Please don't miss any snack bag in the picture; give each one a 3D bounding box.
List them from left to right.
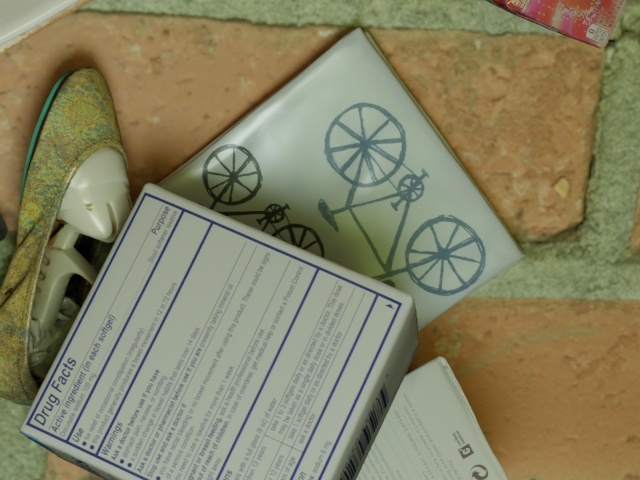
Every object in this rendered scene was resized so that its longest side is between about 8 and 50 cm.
[{"bbox_3d":[0.000,0.000,1.699,0.342,0.037,0.323,-38,110,2],"label":"snack bag"}]

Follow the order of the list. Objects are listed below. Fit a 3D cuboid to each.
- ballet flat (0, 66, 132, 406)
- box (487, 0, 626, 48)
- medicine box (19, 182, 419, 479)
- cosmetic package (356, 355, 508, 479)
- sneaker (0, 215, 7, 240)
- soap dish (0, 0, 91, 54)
[{"bbox_3d":[-0.246,0.006,1.591,0.123,0.123,0.349,16,103,-17],"label":"ballet flat"},{"bbox_3d":[0.267,-0.338,1.620,0.122,0.128,0.257,21,100,-18],"label":"box"},{"bbox_3d":[-0.089,0.131,1.524,0.289,0.149,0.264,23,76,12],"label":"medicine box"},{"bbox_3d":[-0.011,0.288,1.662,0.385,0.217,0.156,-27,78,-6],"label":"cosmetic package"},{"bbox_3d":[-0.425,-0.014,1.575,0.222,0.118,0.083,22,119,10],"label":"sneaker"},{"bbox_3d":[-0.356,-0.308,1.480,0.229,0.118,0.291,-31,110,-4],"label":"soap dish"}]
